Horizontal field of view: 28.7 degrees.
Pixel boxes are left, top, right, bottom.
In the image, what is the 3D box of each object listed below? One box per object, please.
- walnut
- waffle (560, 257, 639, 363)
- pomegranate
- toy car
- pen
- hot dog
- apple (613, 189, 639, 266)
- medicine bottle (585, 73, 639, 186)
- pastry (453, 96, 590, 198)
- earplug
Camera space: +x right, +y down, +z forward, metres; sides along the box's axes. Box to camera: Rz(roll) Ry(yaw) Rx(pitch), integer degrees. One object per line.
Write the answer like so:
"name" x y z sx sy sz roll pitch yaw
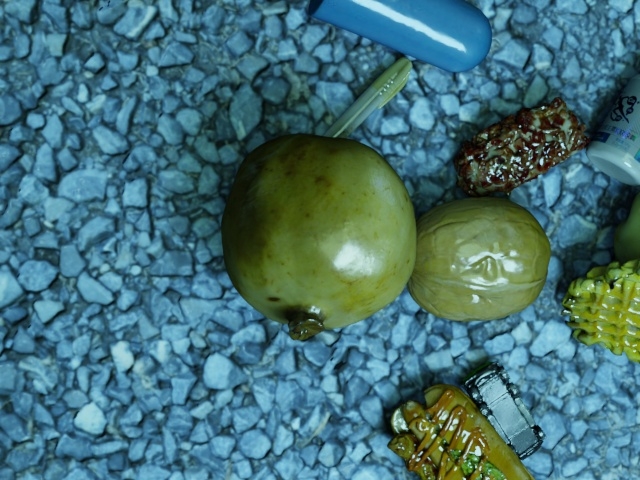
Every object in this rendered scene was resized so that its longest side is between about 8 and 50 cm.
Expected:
"walnut" 0.234 0.029 1.890 0.225 0.193 0.193 -8 98 -5
"waffle" 0.524 0.111 1.898 0.329 0.329 0.062 23 61 -12
"pomegranate" -0.005 -0.017 1.799 0.307 0.307 0.307 -1 96 -10
"toy car" 0.290 0.270 1.982 0.071 0.062 0.165 -34 101 -4
"pen" 0.057 -0.190 1.909 0.233 0.032 0.040 -46 125 -1
"hot dog" 0.240 0.381 1.938 0.158 0.117 0.349 -30 103 29
"apple" 0.553 -0.006 1.936 0.200 0.200 0.200 -1 96 -10
"medicine bottle" 0.504 -0.188 1.944 0.107 0.107 0.191 34 85 -12
"pastry" 0.306 -0.138 1.927 0.208 0.097 0.115 -24 90 -5
"earplug" 0.132 -0.338 1.860 0.273 0.132 0.132 23 92 -15
